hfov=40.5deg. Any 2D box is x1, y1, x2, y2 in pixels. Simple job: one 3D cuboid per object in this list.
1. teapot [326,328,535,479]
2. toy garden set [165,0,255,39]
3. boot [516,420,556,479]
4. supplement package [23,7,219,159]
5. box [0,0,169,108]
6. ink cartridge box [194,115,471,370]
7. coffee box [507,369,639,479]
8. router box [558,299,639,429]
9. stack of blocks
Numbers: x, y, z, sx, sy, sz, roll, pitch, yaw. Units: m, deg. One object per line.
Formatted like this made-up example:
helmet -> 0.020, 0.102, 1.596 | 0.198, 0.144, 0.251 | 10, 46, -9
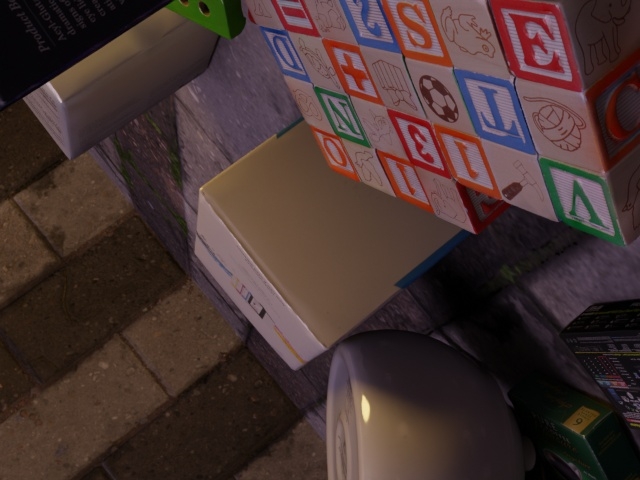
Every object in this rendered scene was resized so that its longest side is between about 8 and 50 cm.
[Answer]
teapot -> 0.109, 0.199, 0.824 | 0.252, 0.187, 0.256 | 111, 157, -69
toy garden set -> -0.074, -0.264, 0.647 | 0.204, 0.049, 0.244 | 31, 149, 29
boot -> 0.222, 0.269, 0.884 | 0.106, 0.082, 0.219 | 43, -161, -16
supplement package -> -0.241, -0.240, 0.904 | 0.198, 0.199, 0.263 | 53, 165, -4
box -> -0.131, -0.170, 0.488 | 0.108, 0.207, 0.153 | 57, 166, -18
ink cartridge box -> 0.000, 0.000, 0.810 | 0.168, 0.171, 0.232 | 51, 166, 4
coffee box -> 0.254, 0.213, 0.804 | 0.184, 0.040, 0.113 | 57, 167, -21
router box -> 0.230, 0.087, 0.592 | 0.092, 0.038, 0.122 | 53, 165, -2
stack of blocks -> 0.081, -0.097, 0.506 | 0.297, 0.087, 0.171 | 30, 154, 54
